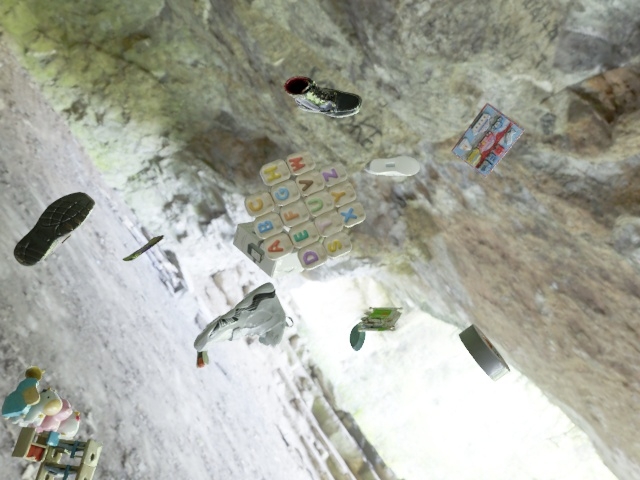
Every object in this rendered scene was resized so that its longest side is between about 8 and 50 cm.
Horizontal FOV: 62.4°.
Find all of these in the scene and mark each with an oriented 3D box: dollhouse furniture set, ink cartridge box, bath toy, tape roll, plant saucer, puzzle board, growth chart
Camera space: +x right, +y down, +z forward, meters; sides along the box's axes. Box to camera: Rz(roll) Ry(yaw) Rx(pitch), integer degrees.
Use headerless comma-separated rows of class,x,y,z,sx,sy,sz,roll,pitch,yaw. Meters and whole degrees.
dollhouse furniture set,-0.701,0.583,1.402,0.183,0.129,0.129,71,22,-58
ink cartridge box,-0.209,0.028,2.253,0.273,0.198,0.114,37,-58,31
bath toy,-0.936,0.590,1.830,0.348,0.151,0.129,82,4,-56
tape roll,0.618,0.422,1.994,0.219,0.072,0.219,47,13,-15
plant saucer,0.143,0.384,2.117,0.021,0.119,0.119,16,9,-23
puzzle board,0.352,-0.211,1.123,0.096,0.128,0.011,40,33,10
growth chart,0.231,0.308,2.068,0.237,0.172,0.021,-41,123,-65

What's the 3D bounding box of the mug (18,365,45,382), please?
mug,-1.035,0.489,1.891,0.078,0.064,0.062,32,40,-44

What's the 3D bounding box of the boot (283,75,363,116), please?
boot,0.008,-0.471,1.733,0.236,0.085,0.178,9,0,17

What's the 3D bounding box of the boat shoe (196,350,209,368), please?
boat shoe,-0.445,0.415,1.977,0.049,0.043,0.137,52,15,-44

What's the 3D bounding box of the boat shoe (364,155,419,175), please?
boat shoe,0.232,-0.239,1.729,0.063,0.184,0.066,-167,-111,-70

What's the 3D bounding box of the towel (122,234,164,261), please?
towel,-0.354,0.015,1.061,0.060,0.083,0.009,-6,-61,52

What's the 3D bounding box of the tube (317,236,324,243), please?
tube,0.000,0.000,2.074,0.070,0.062,0.240,48,-39,17

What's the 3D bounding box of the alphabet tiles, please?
alphabet tiles,-0.034,-0.079,1.312,0.284,0.278,0.021,66,-16,3

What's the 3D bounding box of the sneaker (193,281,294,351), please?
sneaker,-0.268,0.330,1.928,0.210,0.366,0.137,54,-26,-4

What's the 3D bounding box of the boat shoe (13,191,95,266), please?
boat shoe,-0.938,-0.046,1.873,0.122,0.324,0.120,48,-6,-9
